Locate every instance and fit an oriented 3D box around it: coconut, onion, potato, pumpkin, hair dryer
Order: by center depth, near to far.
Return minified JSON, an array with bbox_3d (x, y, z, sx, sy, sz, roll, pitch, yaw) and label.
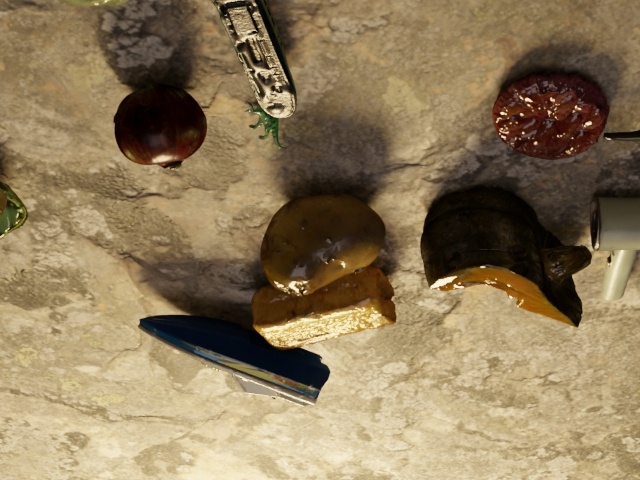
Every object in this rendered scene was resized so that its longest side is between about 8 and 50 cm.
[{"bbox_3d":[-0.201,-0.139,1.814,0.117,0.119,0.118,-23,138,8],"label":"onion"},{"bbox_3d":[0.000,0.000,1.987,0.176,0.137,0.137,-21,142,-4],"label":"potato"},{"bbox_3d":[0.267,0.019,1.990,0.248,0.131,0.126,11,142,-15],"label":"pumpkin"},{"bbox_3d":[-0.475,-0.042,2.008,0.158,0.055,0.133,3,144,1],"label":"coconut"},{"bbox_3d":[0.434,0.024,2.038,0.131,0.073,0.236,0,146,1],"label":"hair dryer"}]

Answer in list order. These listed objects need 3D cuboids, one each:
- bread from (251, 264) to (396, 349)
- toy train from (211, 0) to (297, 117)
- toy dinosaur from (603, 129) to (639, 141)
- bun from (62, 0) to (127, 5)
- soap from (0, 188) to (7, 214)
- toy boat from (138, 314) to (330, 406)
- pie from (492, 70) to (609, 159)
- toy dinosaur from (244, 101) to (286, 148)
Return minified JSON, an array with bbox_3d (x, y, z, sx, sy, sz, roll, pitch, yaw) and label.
[{"bbox_3d":[0.005,0.096,2.141,0.211,0.083,0.114,-12,146,18],"label":"bread"},{"bbox_3d":[-0.073,-0.234,1.736,0.052,0.051,0.234,-7,145,13],"label":"toy train"},{"bbox_3d":[0.428,-0.204,1.771,0.179,0.087,0.187,11,133,37],"label":"toy dinosaur"},{"bbox_3d":[-0.249,-0.339,1.557,0.221,0.108,0.221,2,143,2],"label":"bun"},{"bbox_3d":[-0.518,-0.113,1.886,0.092,0.037,0.252,-23,124,24],"label":"soap"},{"bbox_3d":[-0.140,0.173,2.219,0.295,0.129,0.088,21,98,-16],"label":"toy boat"},{"bbox_3d":[0.287,-0.155,1.833,0.154,0.036,0.154,2,142,2],"label":"pie"},{"bbox_3d":[-0.061,-0.156,1.865,0.083,0.021,0.062,28,123,-28],"label":"toy dinosaur"}]
